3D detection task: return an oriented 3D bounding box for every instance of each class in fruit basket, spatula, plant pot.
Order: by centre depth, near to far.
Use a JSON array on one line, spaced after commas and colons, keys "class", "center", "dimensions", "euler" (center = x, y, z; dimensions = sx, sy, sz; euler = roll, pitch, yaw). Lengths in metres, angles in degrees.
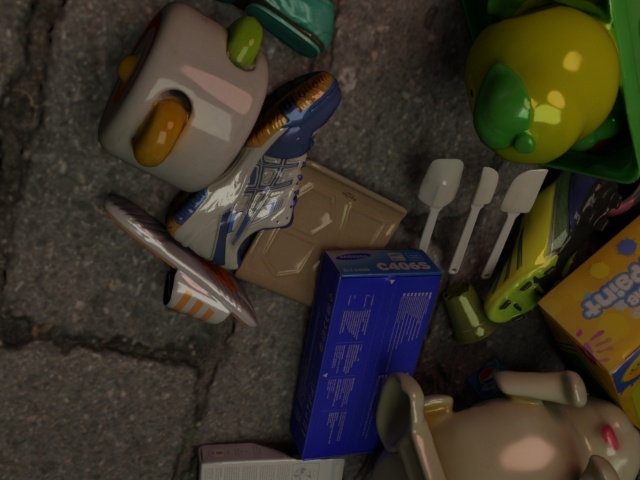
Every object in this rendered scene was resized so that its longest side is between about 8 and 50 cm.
[{"class": "fruit basket", "center": [0.276, -0.226, 0.881], "dimensions": [0.391, 0.283, 0.393], "euler": [-10, 110, -30]}, {"class": "spatula", "center": [0.217, -0.024, 1.046], "dimensions": [0.168, 0.019, 0.242], "euler": [2, 138, -7]}, {"class": "plant pot", "center": [0.237, 0.111, 1.144], "dimensions": [0.083, 0.083, 0.079], "euler": [-30, 107, -5]}]

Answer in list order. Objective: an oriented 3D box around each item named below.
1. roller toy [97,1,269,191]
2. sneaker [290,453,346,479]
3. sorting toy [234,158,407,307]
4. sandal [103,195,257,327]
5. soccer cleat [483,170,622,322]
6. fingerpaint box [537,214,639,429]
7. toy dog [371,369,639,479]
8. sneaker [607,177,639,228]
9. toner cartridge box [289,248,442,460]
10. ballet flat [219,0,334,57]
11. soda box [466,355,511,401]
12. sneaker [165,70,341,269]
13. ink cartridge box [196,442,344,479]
[{"class": "roller toy", "center": [-0.165, -0.164, 0.809], "dimensions": [0.146, 0.191, 0.210], "euler": [27, 74, -26]}, {"class": "sneaker", "center": [0.004, 0.411, 1.214], "dimensions": [0.065, 0.061, 0.158], "euler": [-49, 117, -30]}, {"class": "sorting toy", "center": [0.000, 0.000, 1.034], "dimensions": [0.192, 0.038, 0.208], "euler": [24, 108, -26]}, {"class": "sandal", "center": [-0.199, 0.044, 0.952], "dimensions": [0.265, 0.102, 0.076], "euler": [41, 97, -20]}, {"class": "soccer cleat", "center": [0.347, 0.002, 1.107], "dimensions": [0.093, 0.121, 0.289], "euler": [27, 103, -43]}, {"class": "fingerpaint box", "center": [0.600, 0.078, 1.142], "dimensions": [0.444, 0.163, 0.371], "euler": [-41, 141, 2]}, {"class": "toy dog", "center": [0.308, 0.361, 1.083], "dimensions": [0.407, 0.285, 0.396], "euler": [-7, 139, -17]}, {"class": "sneaker", "center": [0.535, -0.165, 1.100], "dimensions": [0.131, 0.112, 0.319], "euler": [15, 106, -27]}, {"class": "toner cartridge box", "center": [0.062, 0.181, 1.087], "dimensions": [0.165, 0.075, 0.348], "euler": [-1, 120, -22]}, {"class": "ballet flat", "center": [-0.085, -0.316, 0.847], "dimensions": [0.247, 0.083, 0.087], "euler": [26, 78, -27]}, {"class": "soda box", "center": [0.348, 0.309, 1.270], "dimensions": [0.071, 0.067, 0.210], "euler": [-37, 119, 0]}, {"class": "sneaker", "center": [-0.066, -0.088, 0.926], "dimensions": [0.296, 0.112, 0.131], "euler": [-43, 113, 15]}, {"class": "ink cartridge box", "center": [-0.089, 0.425, 1.164], "dimensions": [0.232, 0.066, 0.189], "euler": [0, 112, -15]}]
